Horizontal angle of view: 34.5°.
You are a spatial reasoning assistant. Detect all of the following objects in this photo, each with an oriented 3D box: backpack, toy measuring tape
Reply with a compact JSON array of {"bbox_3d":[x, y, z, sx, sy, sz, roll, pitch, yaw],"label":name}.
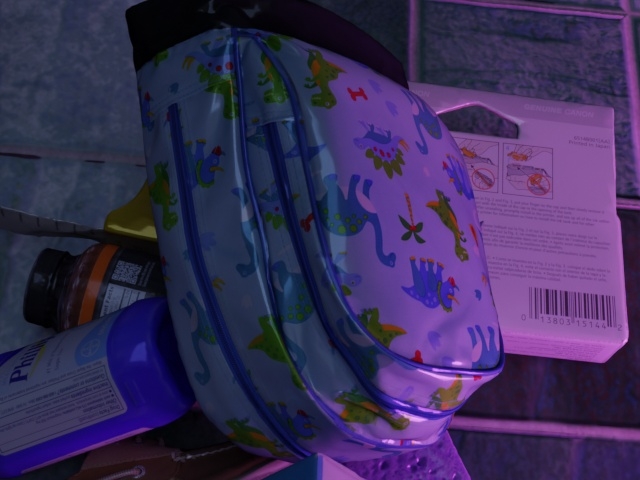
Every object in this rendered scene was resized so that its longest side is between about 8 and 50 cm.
[{"bbox_3d":[0.000,0.000,0.819,0.273,0.290,0.355,-6,74,37],"label":"backpack"},{"bbox_3d":[-0.173,-0.042,0.973,0.330,0.121,0.121,12,64,-1],"label":"toy measuring tape"}]

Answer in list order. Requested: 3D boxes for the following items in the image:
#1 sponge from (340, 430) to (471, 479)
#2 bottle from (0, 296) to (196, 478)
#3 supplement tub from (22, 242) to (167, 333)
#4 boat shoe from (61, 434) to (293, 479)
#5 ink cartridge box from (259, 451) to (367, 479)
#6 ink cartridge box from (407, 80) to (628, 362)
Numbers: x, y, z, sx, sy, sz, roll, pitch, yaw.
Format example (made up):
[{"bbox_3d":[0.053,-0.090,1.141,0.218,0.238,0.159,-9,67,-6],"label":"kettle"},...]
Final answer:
[{"bbox_3d":[0.082,0.239,0.909,0.117,0.031,0.210,-20,67,-15],"label":"sponge"},{"bbox_3d":[-0.237,0.135,0.842,0.283,0.118,0.092,-21,105,13],"label":"bottle"},{"bbox_3d":[-0.160,0.063,0.927,0.198,0.106,0.106,14,64,1],"label":"supplement tub"},{"bbox_3d":[-0.155,0.209,0.851,0.324,0.123,0.116,-21,66,-17],"label":"boat shoe"},{"bbox_3d":[-0.039,0.306,0.679,0.197,0.270,0.198,38,37,-31],"label":"ink cartridge box"},{"bbox_3d":[0.146,-0.024,1.023,0.296,0.066,0.261,7,65,-3],"label":"ink cartridge box"}]
